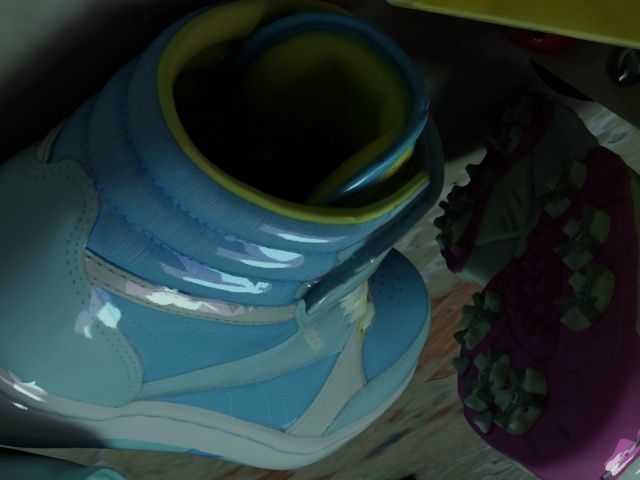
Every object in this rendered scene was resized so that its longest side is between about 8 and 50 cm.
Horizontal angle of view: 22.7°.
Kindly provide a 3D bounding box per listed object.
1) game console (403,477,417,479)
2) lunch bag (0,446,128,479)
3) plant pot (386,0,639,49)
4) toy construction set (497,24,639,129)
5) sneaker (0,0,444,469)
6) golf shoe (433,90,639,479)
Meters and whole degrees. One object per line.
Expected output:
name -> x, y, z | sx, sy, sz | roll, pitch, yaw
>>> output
game console -> -0.003, 0.363, 1.502 | 0.293, 0.250, 0.173 | -26, 133, -4
lunch bag -> -0.189, 0.153, 0.661 | 0.223, 0.160, 0.262 | 10, 155, 11
plant pot -> 0.161, -0.140, 0.367 | 0.212, 0.187, 0.212 | 4, -176, 39
toy construction set -> 0.228, -0.055, 0.651 | 0.257, 0.237, 0.309 | -27, 160, 0
sneaker -> 0.000, 0.000, 0.666 | 0.208, 0.127, 0.319 | -37, 159, 28
golf shoe -> 0.132, 0.026, 0.688 | 0.115, 0.140, 0.306 | -55, -169, 19
